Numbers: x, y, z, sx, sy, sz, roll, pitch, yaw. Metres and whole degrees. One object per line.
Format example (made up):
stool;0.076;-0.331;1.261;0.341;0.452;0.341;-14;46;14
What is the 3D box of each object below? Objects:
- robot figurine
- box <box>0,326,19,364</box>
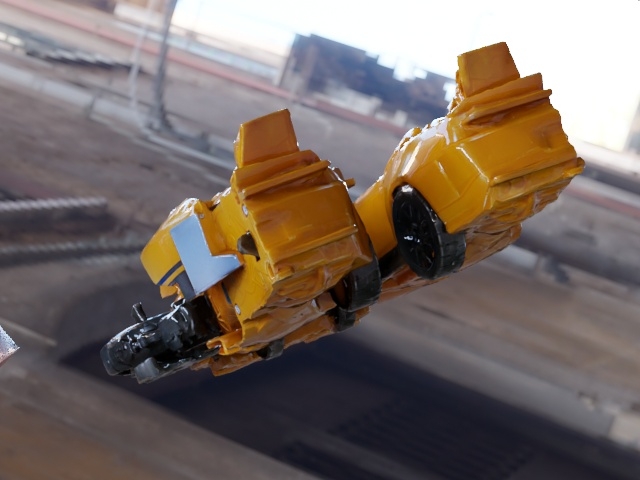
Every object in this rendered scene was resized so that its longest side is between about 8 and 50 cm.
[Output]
robot figurine;0.000;0.000;0.733;0.211;0.085;0.291;-19;-6;-19
box;-0.371;0.101;1.196;0.142;0.154;0.300;-41;2;7
